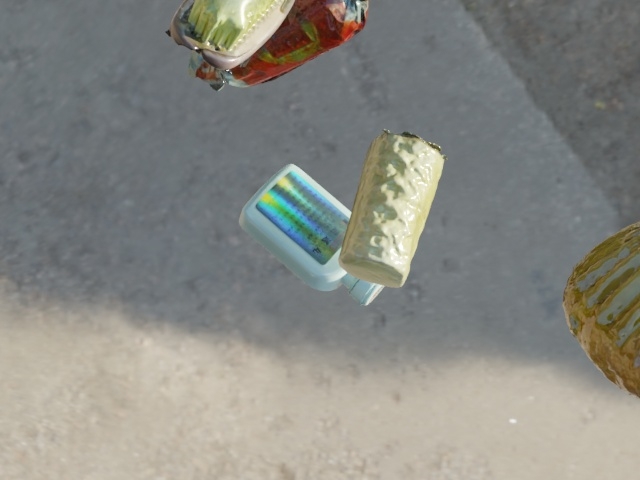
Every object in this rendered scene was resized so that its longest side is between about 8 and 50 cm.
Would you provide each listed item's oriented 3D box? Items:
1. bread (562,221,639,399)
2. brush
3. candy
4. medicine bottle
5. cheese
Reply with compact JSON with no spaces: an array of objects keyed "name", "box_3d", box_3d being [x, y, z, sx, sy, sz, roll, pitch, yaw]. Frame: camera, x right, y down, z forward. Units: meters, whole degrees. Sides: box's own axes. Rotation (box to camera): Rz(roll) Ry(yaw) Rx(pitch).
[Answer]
[{"name":"bread","box_3d":[0.329,0.068,1.154,0.240,0.240,0.139,14,119,-22]},{"name":"brush","box_3d":[-0.028,-0.244,1.124,0.072,0.067,0.313,39,42,-4]},{"name":"candy","box_3d":[-0.028,-0.212,1.286,0.059,0.292,0.086,28,50,-44]},{"name":"medicine bottle","box_3d":[0.000,0.000,1.960,0.229,0.083,0.121,40,64,9]},{"name":"cheese","box_3d":[0.085,-0.035,1.591,0.094,0.123,0.167,17,74,-6]}]
